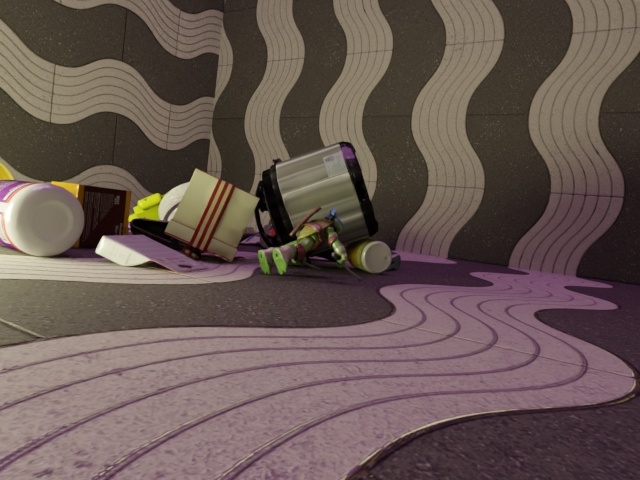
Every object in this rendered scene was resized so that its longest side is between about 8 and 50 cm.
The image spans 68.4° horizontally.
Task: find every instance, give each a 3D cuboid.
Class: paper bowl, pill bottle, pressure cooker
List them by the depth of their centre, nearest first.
[{"bbox_3d":[-0.779,-0.066,1.226,0.323,0.181,0.182,9,3,34],"label":"pill bottle"},{"bbox_3d":[-0.035,-0.136,1.704,0.421,0.375,0.370,-19,20,4],"label":"pressure cooker"},{"bbox_3d":[0.166,0.052,1.735,0.118,0.117,0.208,6,2,-20],"label":"pill bottle"},{"bbox_3d":[-0.498,-0.090,1.909,0.284,0.284,0.148,5,43,-38],"label":"paper bowl"}]

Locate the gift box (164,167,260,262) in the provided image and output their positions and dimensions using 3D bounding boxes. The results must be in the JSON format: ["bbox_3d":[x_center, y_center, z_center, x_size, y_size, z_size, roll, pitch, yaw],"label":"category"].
[{"bbox_3d":[-0.339,-0.059,1.538,0.277,0.258,0.255,26,-2,-8],"label":"gift box"}]

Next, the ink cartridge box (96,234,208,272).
[{"bbox_3d":[-0.433,0.051,1.234,0.225,0.056,0.181,26,6,10],"label":"ink cartridge box"}]

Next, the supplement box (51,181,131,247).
[{"bbox_3d":[-0.729,-0.078,1.494,0.129,0.191,0.194,8,4,27],"label":"supplement box"}]

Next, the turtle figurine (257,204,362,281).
[{"bbox_3d":[-0.025,0.057,1.357,0.266,0.274,0.198,-19,41,-35],"label":"turtle figurine"}]

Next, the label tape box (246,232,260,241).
[{"bbox_3d":[-0.197,-0.035,2.426,0.348,0.115,0.249,-26,5,-2],"label":"label tape box"}]

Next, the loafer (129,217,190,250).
[{"bbox_3d":[-0.533,-0.025,1.653,0.268,0.096,0.084,10,-16,-10],"label":"loafer"}]

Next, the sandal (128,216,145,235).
[{"bbox_3d":[-0.646,-0.035,1.750,0.417,0.102,0.169,6,3,-18],"label":"sandal"}]

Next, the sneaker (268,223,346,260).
[{"bbox_3d":[-0.050,0.030,1.922,0.350,0.131,0.148,19,37,0],"label":"sneaker"}]

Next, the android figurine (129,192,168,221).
[{"bbox_3d":[-0.658,-0.103,1.962,0.273,0.056,0.248,-23,-36,-11],"label":"android figurine"}]

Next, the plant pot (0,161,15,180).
[{"bbox_3d":[-1.253,-0.159,1.646,0.239,0.253,0.254,-8,0,9],"label":"plant pot"}]

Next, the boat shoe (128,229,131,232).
[{"bbox_3d":[-0.690,-0.021,1.848,0.152,0.056,0.049,6,8,-12],"label":"boat shoe"}]

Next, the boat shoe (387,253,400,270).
[{"bbox_3d":[0.259,0.082,1.886,0.083,0.065,0.183,10,5,28],"label":"boat shoe"}]

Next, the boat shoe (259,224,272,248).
[{"bbox_3d":[-0.185,0.006,2.156,0.096,0.112,0.335,25,-1,-29],"label":"boat shoe"}]

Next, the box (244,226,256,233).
[{"bbox_3d":[-0.393,-0.027,2.354,0.105,0.043,0.179,-28,-7,12],"label":"box"}]
